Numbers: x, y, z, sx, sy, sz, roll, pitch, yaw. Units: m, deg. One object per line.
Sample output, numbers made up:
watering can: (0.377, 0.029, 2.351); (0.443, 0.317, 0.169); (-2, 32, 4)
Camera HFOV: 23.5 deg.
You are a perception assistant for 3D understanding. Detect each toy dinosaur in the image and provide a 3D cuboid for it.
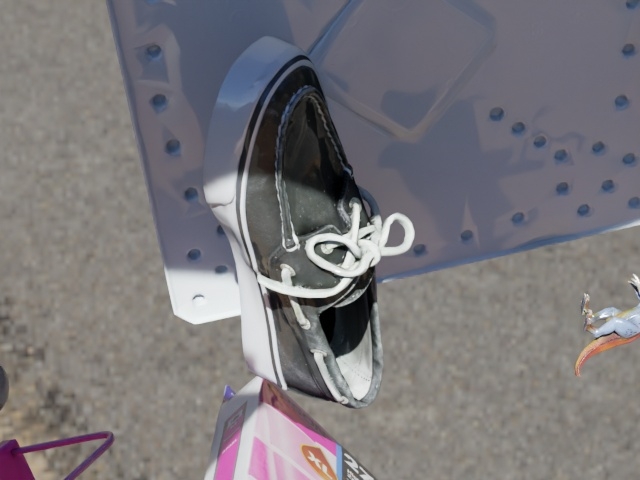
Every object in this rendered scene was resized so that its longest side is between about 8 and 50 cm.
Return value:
toy dinosaur: (0.231, 0.057, 1.116); (0.082, 0.090, 0.047); (9, 18, -2)

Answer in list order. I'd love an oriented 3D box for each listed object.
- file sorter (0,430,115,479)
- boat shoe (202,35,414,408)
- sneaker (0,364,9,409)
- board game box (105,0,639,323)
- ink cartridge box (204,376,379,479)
file sorter: (-0.259, 0.365, 1.548); (0.182, 0.291, 0.202); (-14, 16, 33)
boat shoe: (-0.002, 0.003, 1.032); (0.105, 0.306, 0.113); (23, 46, 26)
sneaker: (-0.381, 0.140, 1.265); (0.267, 0.106, 0.101); (-2, 21, 10)
board game box: (0.052, -0.145, 1.101); (0.389, 0.390, 0.050); (-13, 35, -6)
ink cartridge box: (-0.008, 0.210, 1.203); (0.176, 0.069, 0.371); (44, 7, -8)
